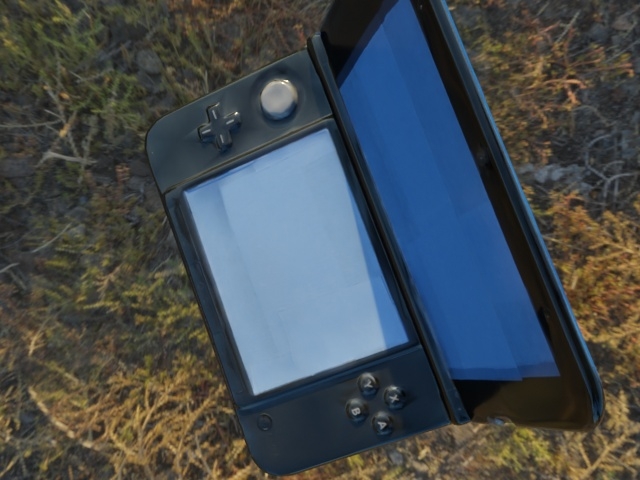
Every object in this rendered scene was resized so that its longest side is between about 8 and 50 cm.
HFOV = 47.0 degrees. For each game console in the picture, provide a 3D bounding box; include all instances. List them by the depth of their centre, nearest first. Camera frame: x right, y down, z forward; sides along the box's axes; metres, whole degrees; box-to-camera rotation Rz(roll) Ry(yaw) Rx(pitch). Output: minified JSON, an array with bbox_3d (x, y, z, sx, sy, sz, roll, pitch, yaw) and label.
[{"bbox_3d":[0.000,0.000,0.468,0.250,0.173,0.293,-22,83,14],"label":"game console"}]
